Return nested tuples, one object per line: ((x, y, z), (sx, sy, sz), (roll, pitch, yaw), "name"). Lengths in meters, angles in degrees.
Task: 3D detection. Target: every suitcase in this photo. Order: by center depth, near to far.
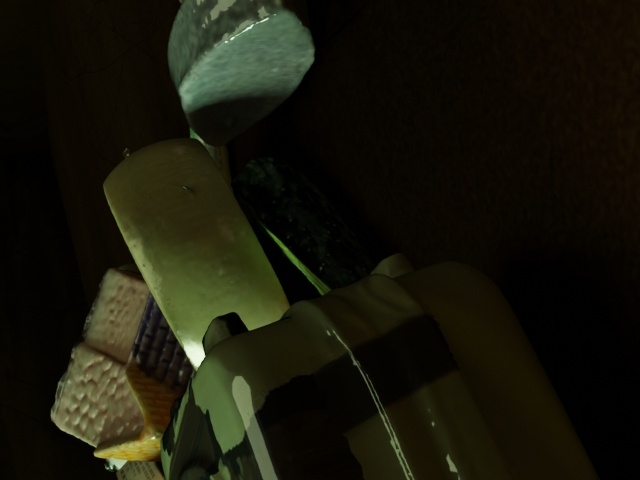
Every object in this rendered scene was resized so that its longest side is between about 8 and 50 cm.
((0.044, 0.209, 0.493), (0.339, 0.194, 0.351), (66, 157, 16), "suitcase")

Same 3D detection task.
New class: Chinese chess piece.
((-0.109, 0.029, 0.814), (0.273, 0.102, 0.273), (60, 173, 13), "Chinese chess piece")

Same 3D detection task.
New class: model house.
((-0.180, 0.177, 1.084), (0.237, 0.202, 0.236), (11, 78, 46), "model house")

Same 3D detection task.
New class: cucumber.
((0.003, -0.001, 0.685), (0.211, 0.062, 0.078), (42, 170, 49), "cucumber")

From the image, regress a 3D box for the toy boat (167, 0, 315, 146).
((-0.080, -0.239, 0.708), (0.276, 0.111, 0.293), (174, 89, -70), "toy boat")

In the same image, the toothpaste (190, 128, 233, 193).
((-0.129, -0.097, 0.990), (0.058, 0.056, 0.314), (-3, 95, 29), "toothpaste")

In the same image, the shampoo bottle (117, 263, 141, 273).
((-0.337, 0.128, 1.569), (0.234, 0.087, 0.118), (-149, 54, -63), "shampoo bottle")

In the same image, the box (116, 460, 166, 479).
((-0.146, 0.371, 1.053), (0.214, 0.069, 0.353), (43, 167, -11), "box")

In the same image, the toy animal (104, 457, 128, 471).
((-0.264, 0.292, 1.352), (0.235, 0.165, 0.187), (125, 148, -65), "toy animal")
